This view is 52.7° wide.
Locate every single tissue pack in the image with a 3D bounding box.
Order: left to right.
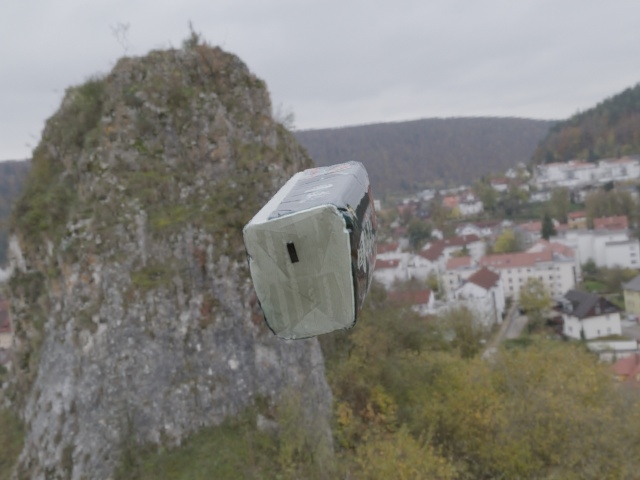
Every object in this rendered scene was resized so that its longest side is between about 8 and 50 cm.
[{"bbox_3d":[0.000,0.001,0.543,0.090,0.103,0.170,-6,17,13],"label":"tissue pack"}]
